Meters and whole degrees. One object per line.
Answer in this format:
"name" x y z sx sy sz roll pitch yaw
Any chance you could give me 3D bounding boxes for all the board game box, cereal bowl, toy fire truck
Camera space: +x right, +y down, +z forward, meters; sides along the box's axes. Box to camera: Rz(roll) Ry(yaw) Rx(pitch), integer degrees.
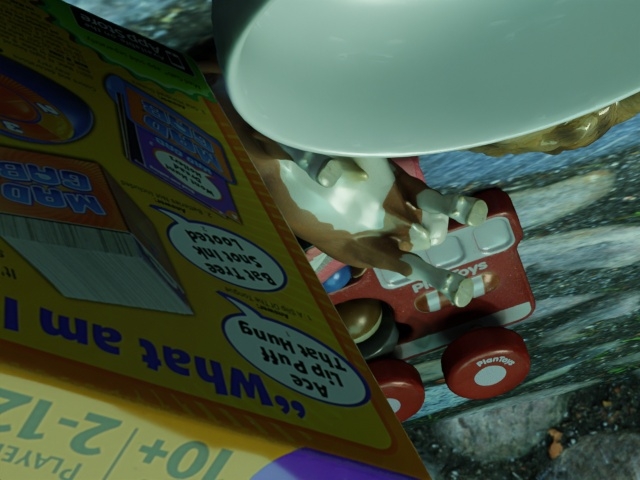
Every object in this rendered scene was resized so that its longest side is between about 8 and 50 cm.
"board game box" -0.241 0.081 0.690 0.356 0.356 0.356 21 114 -33
"cereal bowl" 0.096 -0.180 0.877 0.339 0.141 0.339 -13 162 -4
"toy fire truck" 0.092 0.065 1.748 0.302 0.169 0.254 -18 140 7

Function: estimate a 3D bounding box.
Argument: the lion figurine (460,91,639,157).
"lion figurine" 0.254 -0.151 1.148 0.392 0.142 0.240 -9 171 -34

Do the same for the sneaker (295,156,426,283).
"sneaker" 0.000 0.000 1.468 0.136 0.116 0.314 -9 163 -27

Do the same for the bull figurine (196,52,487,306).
"bull figurine" 0.024 -0.040 1.184 0.188 0.101 0.310 20 170 46
